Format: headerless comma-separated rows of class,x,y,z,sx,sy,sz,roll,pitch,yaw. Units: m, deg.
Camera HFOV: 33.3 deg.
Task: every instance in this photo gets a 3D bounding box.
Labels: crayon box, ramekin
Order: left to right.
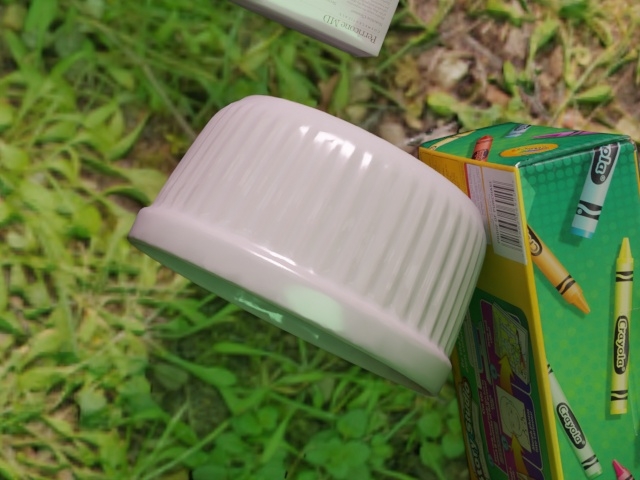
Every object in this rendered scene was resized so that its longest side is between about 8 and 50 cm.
ramekin,0.000,0.000,0.643,0.207,0.207,0.109,29,82,-16
crayon box,0.147,0.069,0.705,0.081,0.165,0.279,-13,102,-12

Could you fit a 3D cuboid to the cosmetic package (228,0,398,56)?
cosmetic package,-0.060,-0.204,0.664,0.239,0.060,0.099,21,91,-16
